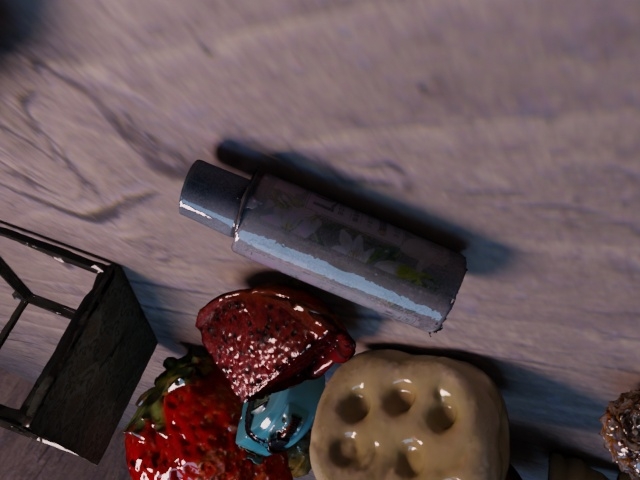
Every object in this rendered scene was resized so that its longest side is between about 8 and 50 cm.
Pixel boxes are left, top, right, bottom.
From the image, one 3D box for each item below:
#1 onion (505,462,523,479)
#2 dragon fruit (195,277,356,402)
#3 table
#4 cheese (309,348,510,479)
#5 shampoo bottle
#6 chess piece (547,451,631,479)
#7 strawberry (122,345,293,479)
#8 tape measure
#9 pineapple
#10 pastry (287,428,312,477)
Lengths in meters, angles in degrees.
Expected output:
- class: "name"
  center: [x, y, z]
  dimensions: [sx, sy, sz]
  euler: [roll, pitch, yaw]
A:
- class: "onion"
  center: [0.151, 0.414, 0.824]
  dimensions: [0.353, 0.354, 0.354]
  euler: [17, 153, 9]
- class: "dragon fruit"
  center: [-0.033, 0.086, 0.645]
  dimensions: [0.161, 0.120, 0.127]
  euler: [-42, 72, 34]
- class: "table"
  center: [-0.428, 0.149, 0.876]
  dimensions: [0.272, 0.222, 0.335]
  euler: [20, 153, 4]
- class: "cheese"
  center: [0.103, 0.222, 0.664]
  dimensions: [0.218, 0.235, 0.117]
  euler: [-34, 150, 14]
- class: "shampoo bottle"
  center: [0.000, 0.000, 0.459]
  dimensions: [0.214, 0.072, 0.072]
  euler: [23, 153, -2]
- class: "chess piece"
  center: [0.374, 0.331, 0.773]
  dimensions: [0.170, 0.094, 0.094]
  euler: [6, 149, 22]
- class: "strawberry"
  center: [-0.156, 0.312, 0.943]
  dimensions: [0.277, 0.257, 0.257]
  euler: [45, 148, -13]
- class: "tape measure"
  center: [-0.049, 0.211, 0.810]
  dimensions: [0.081, 0.146, 0.125]
  euler: [29, 136, -19]
- class: "pineapple"
  center: [0.328, 0.203, 0.574]
  dimensions: [0.103, 0.083, 0.221]
  euler: [-2, 147, 40]
- class: "pastry"
  center: [-0.121, 0.368, 1.173]
  dimensions: [0.257, 0.121, 0.236]
  euler: [19, 157, 1]
